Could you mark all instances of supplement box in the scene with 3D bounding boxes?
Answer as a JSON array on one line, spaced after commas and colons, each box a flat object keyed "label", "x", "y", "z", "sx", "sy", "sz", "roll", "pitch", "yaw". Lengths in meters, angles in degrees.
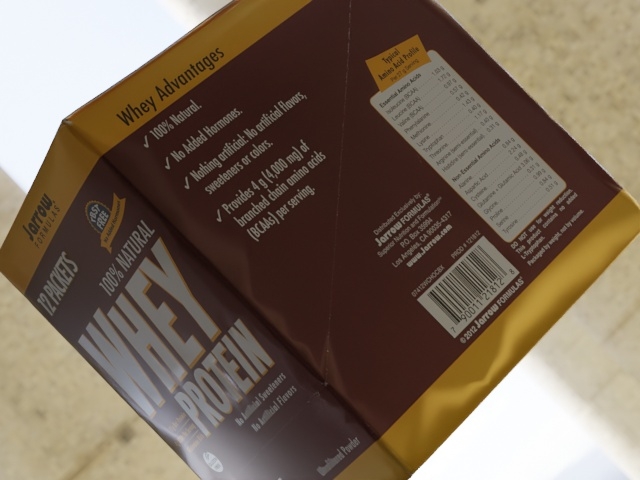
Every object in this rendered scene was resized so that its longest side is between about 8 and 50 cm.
[{"label": "supplement box", "x": 0.000, "y": 0.000, "z": 0.735, "sx": 0.191, "sy": 0.194, "sz": 0.129, "roll": -41, "pitch": -5, "yaw": -36}]
